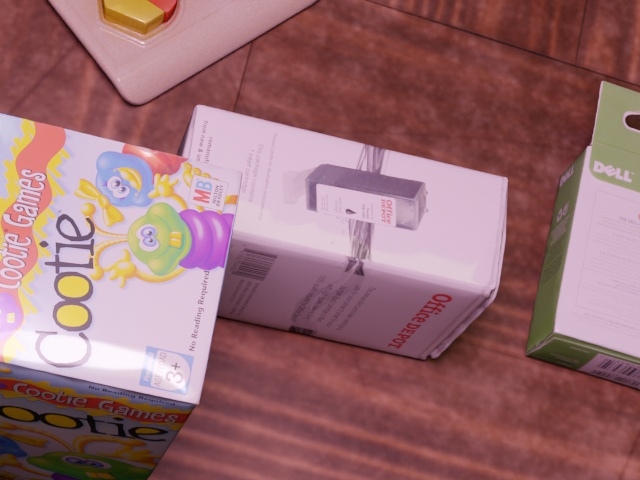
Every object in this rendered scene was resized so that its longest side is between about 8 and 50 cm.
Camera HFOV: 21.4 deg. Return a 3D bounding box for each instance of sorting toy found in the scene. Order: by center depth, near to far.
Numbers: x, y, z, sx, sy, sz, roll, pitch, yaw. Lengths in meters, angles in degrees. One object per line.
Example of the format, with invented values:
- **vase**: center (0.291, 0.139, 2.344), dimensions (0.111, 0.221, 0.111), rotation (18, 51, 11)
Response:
- **sorting toy**: center (-0.124, -0.228, 1.266), dimensions (0.193, 0.038, 0.208), rotation (-33, 81, -22)

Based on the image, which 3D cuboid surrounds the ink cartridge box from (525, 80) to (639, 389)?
- **ink cartridge box**: center (0.229, -0.002, 1.256), dimensions (0.109, 0.062, 0.209), rotation (17, 67, -7)

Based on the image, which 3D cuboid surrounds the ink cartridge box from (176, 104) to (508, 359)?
- **ink cartridge box**: center (0.000, 0.000, 1.147), dimensions (0.218, 0.158, 0.092), rotation (14, 67, -9)

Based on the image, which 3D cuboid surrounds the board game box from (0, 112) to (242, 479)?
- **board game box**: center (-0.150, 0.054, 1.027), dimensions (0.142, 0.275, 0.144), rotation (13, 68, -9)
